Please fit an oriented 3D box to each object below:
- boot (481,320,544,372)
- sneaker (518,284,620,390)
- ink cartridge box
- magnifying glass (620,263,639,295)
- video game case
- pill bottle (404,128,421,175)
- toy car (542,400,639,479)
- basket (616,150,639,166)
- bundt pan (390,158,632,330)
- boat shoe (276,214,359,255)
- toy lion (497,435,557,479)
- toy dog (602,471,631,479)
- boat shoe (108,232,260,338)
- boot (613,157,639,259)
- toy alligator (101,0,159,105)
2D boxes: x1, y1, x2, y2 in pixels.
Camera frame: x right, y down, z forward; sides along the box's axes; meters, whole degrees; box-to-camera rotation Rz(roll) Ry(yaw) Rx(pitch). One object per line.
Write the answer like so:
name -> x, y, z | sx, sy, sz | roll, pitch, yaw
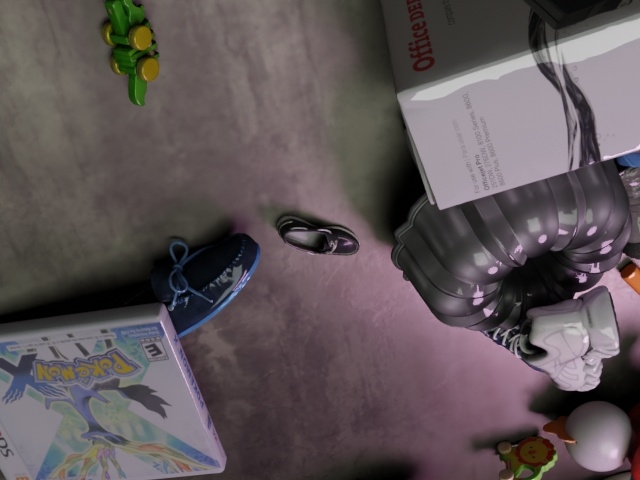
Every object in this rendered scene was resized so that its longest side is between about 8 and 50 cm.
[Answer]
boot -> 0.288, 0.136, 1.540 | 0.190, 0.086, 0.069 | 23, 114, -26
sneaker -> 0.325, 0.140, 1.399 | 0.118, 0.110, 0.292 | -9, 156, 3
ink cartridge box -> 0.277, -0.223, 1.147 | 0.395, 0.285, 0.166 | -17, 125, 11
magnifying glass -> 0.546, 0.107, 1.627 | 0.092, 0.026, 0.231 | -43, 121, 14
video game case -> -0.326, 0.227, 1.417 | 0.329, 0.036, 0.300 | -8, 125, 10
pill bottle -> 0.219, -0.145, 1.325 | 0.208, 0.117, 0.117 | -23, 125, 1
toy car -> 0.485, 0.317, 1.682 | 0.238, 0.210, 0.219 | 13, 107, 11
basket -> 0.505, -0.132, 1.323 | 0.255, 0.201, 0.289 | -24, 106, -42
bundt pan -> 0.266, 0.010, 1.359 | 0.331, 0.124, 0.331 | -16, 148, -10
boat shoe -> 0.000, 0.000, 1.408 | 0.125, 0.038, 0.046 | 20, 115, -25
toy lion -> 0.343, 0.365, 1.697 | 0.096, 0.100, 0.034 | -7, 124, 13
toy dog -> 0.529, 0.614, 1.714 | 0.395, 0.408, 0.284 | 9, 119, -20
boat shoe -> -0.196, 0.073, 1.366 | 0.258, 0.109, 0.089 | -40, 119, 9
boot -> 0.531, -0.081, 1.474 | 0.247, 0.083, 0.161 | -20, 117, -5
toy alligator -> -0.218, -0.248, 1.190 | 0.051, 0.056, 0.189 | -41, 134, -39
